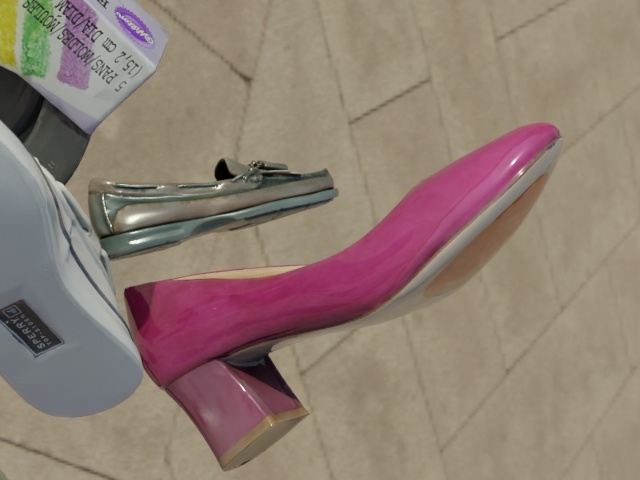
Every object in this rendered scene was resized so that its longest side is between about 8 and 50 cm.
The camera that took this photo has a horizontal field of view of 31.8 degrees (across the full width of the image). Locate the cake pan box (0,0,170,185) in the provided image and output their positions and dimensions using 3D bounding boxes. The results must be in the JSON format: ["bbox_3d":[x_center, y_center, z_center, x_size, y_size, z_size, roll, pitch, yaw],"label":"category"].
[{"bbox_3d":[-0.266,-0.125,0.709,0.267,0.246,0.070,44,24,-22],"label":"cake pan box"}]

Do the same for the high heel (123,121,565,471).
[{"bbox_3d":[0.000,0.000,0.857,0.181,0.377,0.127,53,15,18],"label":"high heel"}]

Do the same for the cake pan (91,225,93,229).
[{"bbox_3d":[-0.349,0.011,0.987,0.293,0.293,0.054,-24,127,-53],"label":"cake pan"}]

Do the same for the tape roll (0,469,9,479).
[{"bbox_3d":[-0.490,0.366,1.256,0.321,0.077,0.321,1,88,-14],"label":"tape roll"}]

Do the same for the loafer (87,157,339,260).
[{"bbox_3d":[-0.103,-0.049,1.128,0.267,0.096,0.084,-16,88,-30],"label":"loafer"}]

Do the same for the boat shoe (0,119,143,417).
[{"bbox_3d":[-0.170,-0.003,0.608,0.267,0.096,0.088,61,5,-51],"label":"boat shoe"}]
